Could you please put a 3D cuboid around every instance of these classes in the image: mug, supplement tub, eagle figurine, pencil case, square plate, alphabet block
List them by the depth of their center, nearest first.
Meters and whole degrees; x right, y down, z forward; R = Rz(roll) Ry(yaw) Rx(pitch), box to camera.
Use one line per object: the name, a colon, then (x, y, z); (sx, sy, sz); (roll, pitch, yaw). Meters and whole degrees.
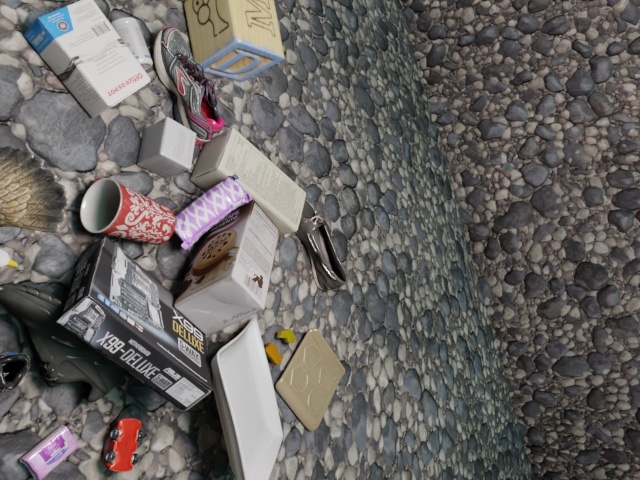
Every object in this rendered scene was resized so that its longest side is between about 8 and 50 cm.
eagle figurine: (-0.536, -0.011, 0.683); (0.225, 0.298, 0.227); (-8, 86, -52)
mug: (-0.404, -0.069, 1.015); (0.169, 0.113, 0.151); (28, 44, -62)
supplement tub: (-0.449, -0.461, 1.124); (0.071, 0.070, 0.107); (-26, 100, -52)
square plate: (-0.172, 0.387, 1.128); (0.347, 0.049, 0.345); (-34, 111, -84)
pencil case: (-0.265, -0.069, 1.149); (0.088, 0.206, 0.086); (47, -9, 28)
alphabet block: (-0.242, -0.591, 1.336); (0.193, 0.192, 0.197); (-6, 85, -55)

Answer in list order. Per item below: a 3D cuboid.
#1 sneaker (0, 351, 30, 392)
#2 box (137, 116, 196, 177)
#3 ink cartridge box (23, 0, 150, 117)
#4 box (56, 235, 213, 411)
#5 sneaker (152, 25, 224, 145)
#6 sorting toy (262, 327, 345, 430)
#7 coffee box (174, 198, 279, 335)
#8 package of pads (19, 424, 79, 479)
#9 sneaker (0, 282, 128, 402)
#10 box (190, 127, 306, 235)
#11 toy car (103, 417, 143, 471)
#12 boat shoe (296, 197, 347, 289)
sneaker: (-0.550, 0.233, 0.766); (0.152, 0.084, 0.058); (-36, 108, -51)
box: (-0.366, -0.219, 1.131); (0.087, 0.101, 0.101); (26, 60, -48)
ink cartridge box: (-0.497, -0.394, 1.028); (0.203, 0.085, 0.148); (57, 41, -25)
box: (-0.351, 0.162, 0.943); (0.307, 0.076, 0.242); (51, 3, -29)
sneaker: (-0.330, -0.406, 1.227); (0.120, 0.111, 0.300); (-29, 102, -52)
sorting toy: (-0.052, 0.378, 1.409); (0.307, 0.041, 0.229); (58, 45, -22)
coffee box: (-0.210, 0.054, 1.123); (0.119, 0.168, 0.297); (51, 23, -29)
package of pads: (-0.485, 0.379, 0.849); (0.083, 0.031, 0.050); (-42, 114, -49)
sneaker: (-0.477, 0.190, 0.865); (0.286, 0.109, 0.130); (48, 62, -23)
box: (-0.191, -0.149, 1.319); (0.311, 0.121, 0.148); (41, 50, -38)
toy car: (-0.416, 0.487, 0.888); (0.225, 0.053, 0.239); (-21, 95, -52)
boat shoe: (0.000, 0.000, 1.540); (0.112, 0.095, 0.336); (-30, 103, -52)
